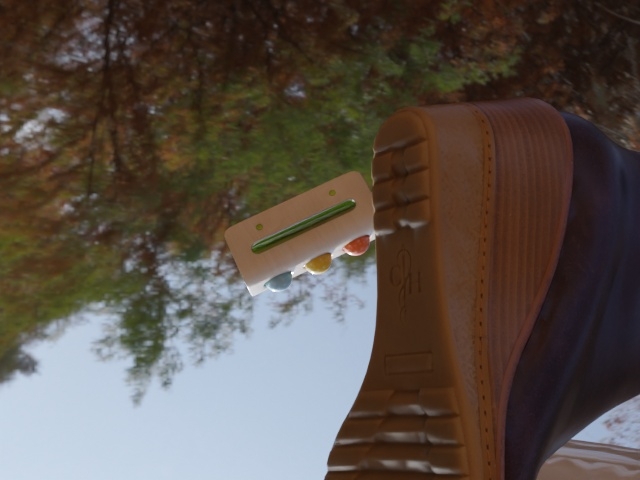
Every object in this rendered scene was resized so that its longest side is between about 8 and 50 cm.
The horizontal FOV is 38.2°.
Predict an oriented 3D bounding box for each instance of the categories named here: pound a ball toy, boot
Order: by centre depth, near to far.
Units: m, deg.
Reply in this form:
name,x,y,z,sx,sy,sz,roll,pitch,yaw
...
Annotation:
name,x,y,z,sx,sy,sz,roll,pitch,yaw
boot,0.108,0.066,0.405,0.090,0.206,0.249,-1,-96,53
pound a ball toy,0.000,0.000,1.730,0.319,0.208,0.136,-24,-105,-4

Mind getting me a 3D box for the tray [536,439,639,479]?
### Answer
name,x,y,z,sx,sy,sz,roll,pitch,yaw
tray,0.358,0.341,1.256,0.030,0.270,0.145,19,-84,67
